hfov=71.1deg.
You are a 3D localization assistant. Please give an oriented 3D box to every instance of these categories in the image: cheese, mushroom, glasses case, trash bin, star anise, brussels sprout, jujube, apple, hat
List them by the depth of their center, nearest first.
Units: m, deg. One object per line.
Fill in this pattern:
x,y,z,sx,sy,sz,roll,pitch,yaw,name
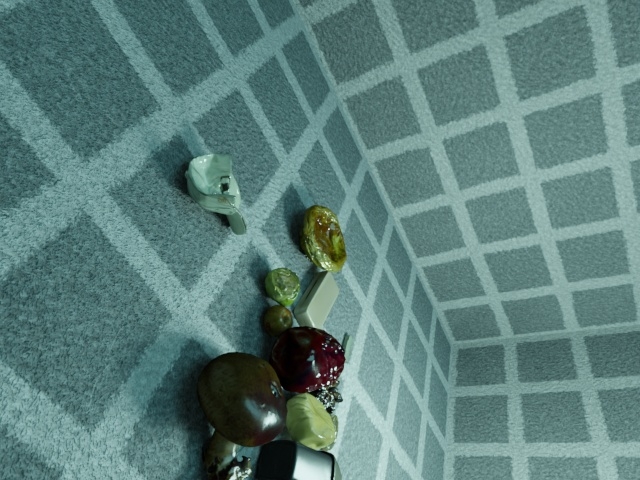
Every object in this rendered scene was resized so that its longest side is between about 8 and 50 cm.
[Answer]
-0.261,0.544,1.420,0.334,0.356,0.331,44,23,22,mushroom
-0.073,0.833,1.614,0.290,0.210,0.182,45,42,-36,trash bin
-0.370,-0.149,1.615,0.301,0.168,0.257,80,-4,-46,hat
-0.043,0.712,1.774,0.226,0.117,0.214,36,22,-45,cheese
-0.049,0.470,1.777,0.377,0.259,0.258,27,54,-63,jujube
-0.166,0.319,1.780,0.126,0.102,0.126,32,51,-51,apple
-0.163,0.193,1.826,0.149,0.122,0.151,32,34,-4,brussels sprout
0.023,0.658,1.975,0.236,0.109,0.223,22,55,-55,star anise
-0.013,0.284,2.103,0.144,0.076,0.336,66,30,-20,glasses case

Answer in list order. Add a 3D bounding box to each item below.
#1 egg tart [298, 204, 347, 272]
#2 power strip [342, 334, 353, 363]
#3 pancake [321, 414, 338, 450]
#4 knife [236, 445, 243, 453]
0.000,0.000,2.183,0.352,0.150,0.351,36,43,-44,egg tart
0.132,0.560,2.290,0.047,0.030,0.191,60,32,-29,power strip
0.039,0.843,1.964,0.158,0.028,0.158,-11,103,-58,pancake
-0.256,0.689,1.541,0.210,0.015,0.028,-14,97,-61,knife
